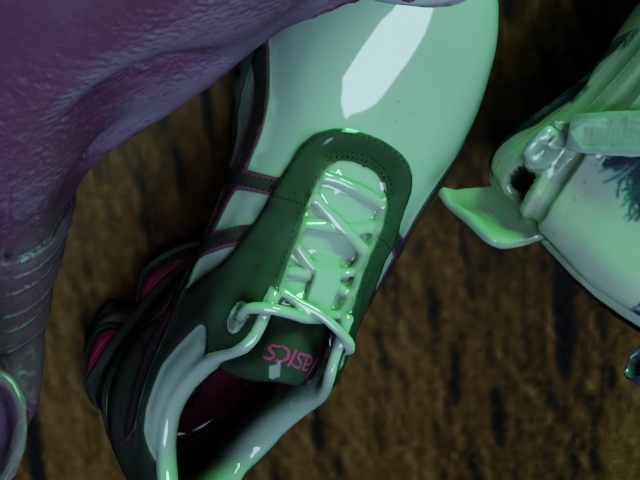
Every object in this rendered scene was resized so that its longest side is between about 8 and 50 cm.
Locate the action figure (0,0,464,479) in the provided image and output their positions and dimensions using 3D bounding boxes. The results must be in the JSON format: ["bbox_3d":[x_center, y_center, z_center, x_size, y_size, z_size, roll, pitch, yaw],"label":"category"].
[{"bbox_3d":[-0.140,-0.020,0.612,0.276,0.248,0.370,-6,127,-39],"label":"action figure"}]

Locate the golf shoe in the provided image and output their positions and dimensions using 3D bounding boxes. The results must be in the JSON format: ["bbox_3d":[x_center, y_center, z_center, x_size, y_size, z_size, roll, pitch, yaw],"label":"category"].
[{"bbox_3d":[0.000,0.000,0.678,0.105,0.120,0.273,21,112,-24],"label":"golf shoe"}]

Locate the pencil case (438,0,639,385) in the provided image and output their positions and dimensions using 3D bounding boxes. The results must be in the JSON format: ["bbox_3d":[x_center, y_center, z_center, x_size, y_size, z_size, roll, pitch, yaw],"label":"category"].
[{"bbox_3d":[0.227,-0.129,0.629,0.183,0.160,0.410,10,121,-45],"label":"pencil case"}]
